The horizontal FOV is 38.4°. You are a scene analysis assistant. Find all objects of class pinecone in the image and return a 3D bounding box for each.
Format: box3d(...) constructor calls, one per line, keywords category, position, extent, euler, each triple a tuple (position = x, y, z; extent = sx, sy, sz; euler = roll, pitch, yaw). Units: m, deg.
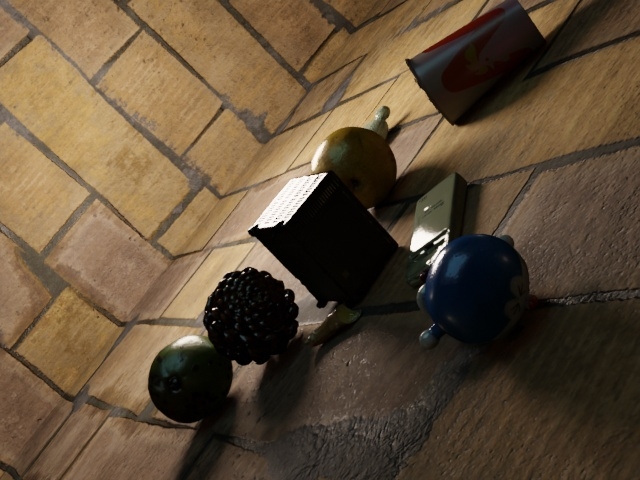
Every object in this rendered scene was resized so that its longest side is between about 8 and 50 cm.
box3d(category="pinecone", position=(-0.152, 0.176, 2.030), extent=(0.221, 0.221, 0.221), euler=(-43, 17, 16))

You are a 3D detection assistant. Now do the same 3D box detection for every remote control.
box3d(category="remote control", position=(0.229, -0.021, 1.808), extent=(0.123, 0.038, 0.285), euler=(-39, 20, 31))

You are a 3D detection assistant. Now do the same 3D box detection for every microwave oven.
box3d(category="microwave oven", position=(0.002, -0.001, 1.945), extent=(0.178, 0.247, 0.188), euler=(-53, 23, -25))

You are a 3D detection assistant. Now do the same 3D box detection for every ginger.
box3d(category="ginger", position=(0.024, 0.170, 1.867), extent=(0.137, 0.044, 0.057), euler=(-40, 36, 29))

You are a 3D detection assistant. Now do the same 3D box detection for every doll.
box3d(category="doll", position=(0.138, -0.282, 2.567), extent=(0.214, 0.071, 0.103), euler=(-62, 12, -20))
box3d(category="doll", position=(0.229, 0.081, 1.405), extent=(0.215, 0.161, 0.257), euler=(-62, 1, -2))

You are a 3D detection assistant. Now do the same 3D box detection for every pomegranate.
box3d(category="pomegranate", position=(-0.285, 0.311, 2.113), extent=(0.202, 0.202, 0.248), euler=(-43, -14, 14))

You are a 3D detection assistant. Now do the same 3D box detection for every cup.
box3d(category="cup", position=(0.369, -0.431, 2.154), extent=(0.288, 0.203, 0.203), euler=(-35, 19, 16))

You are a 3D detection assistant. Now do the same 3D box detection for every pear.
box3d(category="pear", position=(0.082, -0.165, 2.206), extent=(0.209, 0.209, 0.209), euler=(-43, 17, 16))
